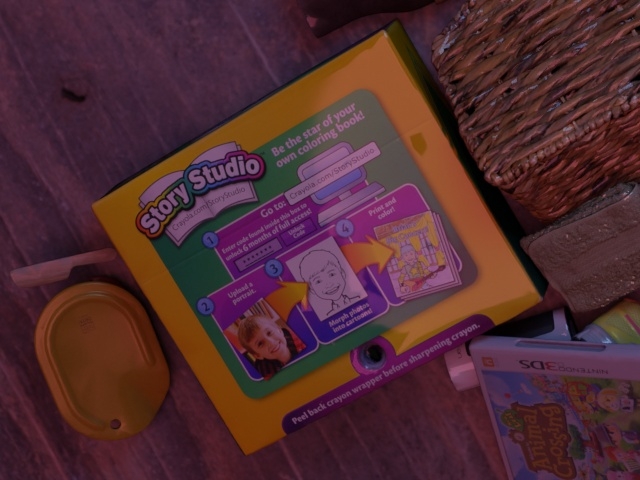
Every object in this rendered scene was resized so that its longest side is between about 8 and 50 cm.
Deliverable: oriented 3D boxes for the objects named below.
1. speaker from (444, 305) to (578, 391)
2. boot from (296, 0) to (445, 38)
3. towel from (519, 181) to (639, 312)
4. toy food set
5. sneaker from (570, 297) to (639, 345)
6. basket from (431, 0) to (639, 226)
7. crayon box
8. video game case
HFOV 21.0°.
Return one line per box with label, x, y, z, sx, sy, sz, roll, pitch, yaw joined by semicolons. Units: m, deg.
speaker;0.198;0.114;1.782;0.136;0.055;0.055;-18;100;17
boot;0.045;-0.336;1.677;0.207;0.090;0.248;-17;104;14
towel;0.277;0.010;1.672;0.148;0.027;0.110;-31;111;37
toy food set;-0.246;0.107;1.876;0.128;0.071;0.218;-21;102;-8
sneaker;0.348;0.143;1.747;0.208;0.081;0.094;48;69;-20
basket;0.283;-0.173;1.669;0.299;0.223;0.213;-31;64;18
crayon box;0.000;0.000;1.769;0.363;0.106;0.313;-29;96;17
video game case;0.263;0.187;1.737;0.193;0.023;0.212;2;128;30
